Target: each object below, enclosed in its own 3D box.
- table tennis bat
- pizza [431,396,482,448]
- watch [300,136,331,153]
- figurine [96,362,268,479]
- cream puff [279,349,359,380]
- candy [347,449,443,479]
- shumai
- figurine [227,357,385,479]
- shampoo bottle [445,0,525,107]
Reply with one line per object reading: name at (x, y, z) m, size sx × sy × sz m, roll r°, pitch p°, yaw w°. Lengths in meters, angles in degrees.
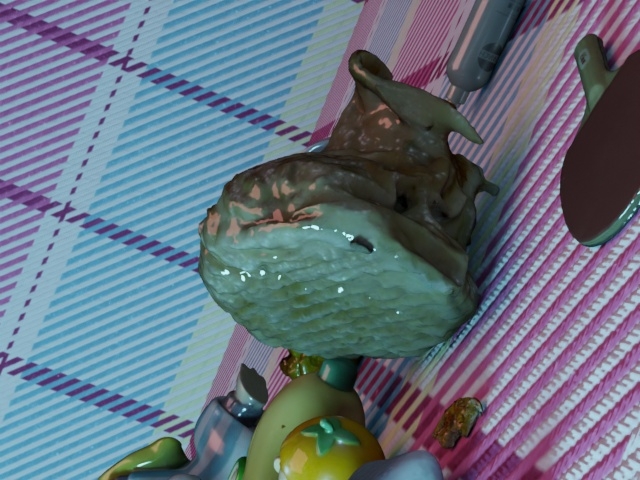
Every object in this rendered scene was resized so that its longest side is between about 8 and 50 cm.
table tennis bat at (0.221, -0.093, 0.800) m, size 0.246 × 0.022 × 0.138 m, roll -82°, pitch 17°, yaw -53°
pizza at (0.112, 0.150, 0.864) m, size 0.083 × 0.016 × 0.037 m, roll 127°, pitch 157°, yaw -56°
watch at (0.000, 0.000, 1.302) m, size 0.244 × 0.196 × 0.231 m, roll -19°, pitch 22°, yaw 12°
figurine at (-0.127, 0.387, 1.180) m, size 0.361 × 0.266 × 0.377 m, roll -52°, pitch 22°, yaw 11°
cream puff at (-0.007, 0.131, 1.352) m, size 0.146 × 0.116 × 0.146 m, roll -159°, pitch 90°, yaw -78°
candy at (0.047, 0.243, 0.848) m, size 0.174 × 0.071 × 0.138 m, roll 127°, pitch 164°, yaw -70°
shumai at (0.026, -0.038, 1.025) m, size 0.314 × 0.267 × 0.262 m, roll -43°, pitch 27°, yaw 57°
figurine at (-0.010, 0.255, 1.031) m, size 0.222 × 0.124 × 0.324 m, roll -59°, pitch 12°, yaw 30°
shampoo bottle at (0.185, -0.223, 1.234) m, size 0.056 × 0.056 × 0.195 m, roll -97°, pitch 29°, yaw -74°
